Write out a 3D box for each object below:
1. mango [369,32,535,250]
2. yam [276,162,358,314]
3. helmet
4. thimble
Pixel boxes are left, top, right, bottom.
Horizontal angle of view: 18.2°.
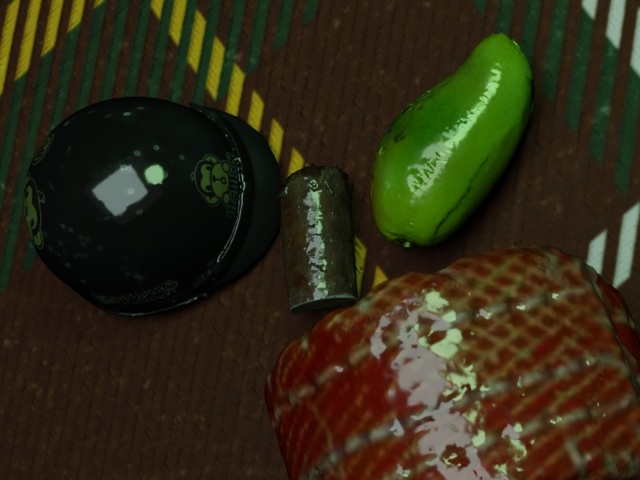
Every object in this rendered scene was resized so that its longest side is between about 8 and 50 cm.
[{"bbox_3d":[0.128,-0.098,1.958,0.125,0.111,0.233,27,89,24],"label":"mango"},{"bbox_3d":[-0.002,0.000,2.017,0.079,0.079,0.141,-13,73,22],"label":"yam"},{"bbox_3d":[-0.194,-0.048,2.074,0.279,0.160,0.230,-8,73,25],"label":"helmet"},{"bbox_3d":[0.131,0.174,1.766,0.350,0.350,0.230,-25,67,19],"label":"thimble"}]
